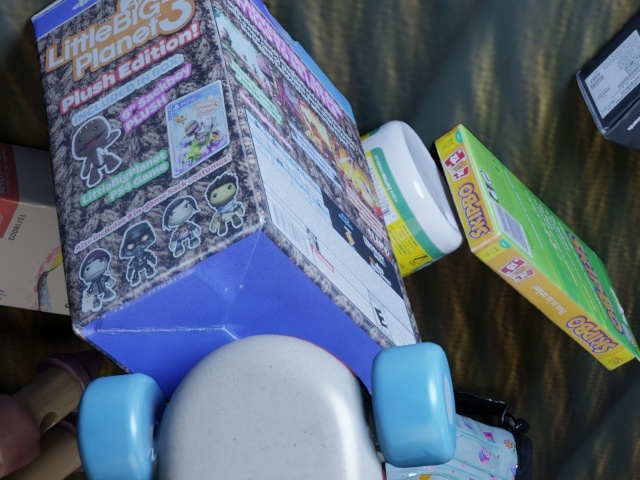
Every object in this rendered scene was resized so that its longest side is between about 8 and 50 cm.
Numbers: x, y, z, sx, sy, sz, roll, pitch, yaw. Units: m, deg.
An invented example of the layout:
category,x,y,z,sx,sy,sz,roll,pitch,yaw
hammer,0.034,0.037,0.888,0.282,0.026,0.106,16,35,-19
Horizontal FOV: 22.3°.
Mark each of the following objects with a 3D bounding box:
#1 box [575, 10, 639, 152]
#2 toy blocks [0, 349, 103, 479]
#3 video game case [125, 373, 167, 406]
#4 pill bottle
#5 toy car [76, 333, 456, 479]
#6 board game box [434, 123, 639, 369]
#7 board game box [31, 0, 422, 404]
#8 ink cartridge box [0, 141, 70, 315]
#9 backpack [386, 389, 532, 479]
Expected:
category,x,y,z,sx,sy,sz,roll,pitch,yaw
box,0.391,-0.168,1.266,0.242,0.076,0.307,20,127,-35
toy blocks,-0.255,0.236,1.386,0.260,0.309,0.288,-37,151,-48
video game case,-0.137,0.110,1.298,0.022,0.173,0.190,9,153,-12
pill bottle,0.000,0.000,1.298,0.208,0.117,0.117,-28,138,13
toy car,-0.011,0.172,1.031,0.219,0.210,0.238,-7,170,10
board game box,0.189,0.014,1.368,0.039,0.124,0.259,-34,136,22
board game box,-0.063,-0.028,1.113,0.141,0.291,0.232,-28,137,15
ink cartridge box,-0.198,-0.003,1.269,0.198,0.067,0.115,10,132,-27
backpack,0.104,0.217,1.576,0.182,0.115,0.152,25,127,-34
